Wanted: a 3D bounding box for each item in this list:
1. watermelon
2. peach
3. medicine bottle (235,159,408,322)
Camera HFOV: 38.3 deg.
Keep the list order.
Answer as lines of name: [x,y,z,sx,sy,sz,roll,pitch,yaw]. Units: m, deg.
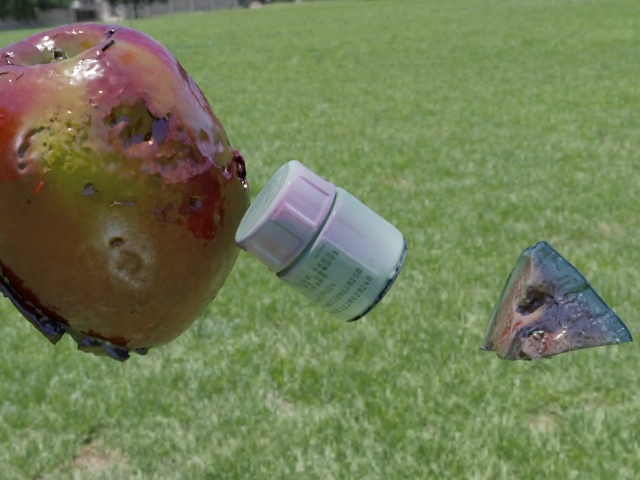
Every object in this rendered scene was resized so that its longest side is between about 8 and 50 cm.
watermelon: [0.174,0.060,0.765,0.080,0.101,0.155,-19,-11,-9]
peach: [-0.272,-0.056,1.181,0.352,0.417,0.339,-2,26,15]
medicine bottle: [0.000,0.000,1.083,0.168,0.135,0.135,36,7,-16]
